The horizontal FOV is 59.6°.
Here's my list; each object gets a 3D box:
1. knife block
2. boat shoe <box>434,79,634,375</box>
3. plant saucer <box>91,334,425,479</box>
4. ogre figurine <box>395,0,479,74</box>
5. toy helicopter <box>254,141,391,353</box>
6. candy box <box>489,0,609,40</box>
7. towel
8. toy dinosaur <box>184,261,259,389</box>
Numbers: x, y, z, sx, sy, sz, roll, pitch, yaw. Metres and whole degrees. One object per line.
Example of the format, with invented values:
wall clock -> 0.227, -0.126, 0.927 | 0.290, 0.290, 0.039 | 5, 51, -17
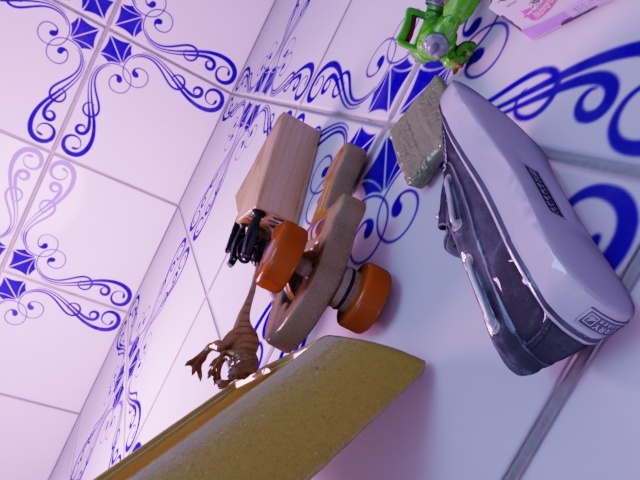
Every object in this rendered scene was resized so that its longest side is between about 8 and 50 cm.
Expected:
knife block -> -0.082, -0.072, 1.026 | 0.275, 0.088, 0.242 | -58, 25, 17
boat shoe -> 0.146, -0.027, 0.479 | 0.102, 0.108, 0.301 | -48, 36, 33
plant saucer -> -0.106, 0.209, 0.555 | 0.333, 0.081, 0.333 | -28, -6, -41
ogre figurine -> 0.158, -0.277, 0.693 | 0.118, 0.097, 0.197 | -59, 24, 13
toy helicopter -> 0.000, 0.000, 0.778 | 0.235, 0.140, 0.355 | -54, 13, 47
candy box -> 0.265, -0.319, 0.536 | 0.165, 0.070, 0.196 | -9, 59, 63
towel -> 0.134, -0.137, 0.698 | 0.110, 0.027, 0.148 | -52, 25, 28
toy dinosaur -> -0.099, 0.123, 0.680 | 0.112, 0.064, 0.211 | -36, 23, 8
